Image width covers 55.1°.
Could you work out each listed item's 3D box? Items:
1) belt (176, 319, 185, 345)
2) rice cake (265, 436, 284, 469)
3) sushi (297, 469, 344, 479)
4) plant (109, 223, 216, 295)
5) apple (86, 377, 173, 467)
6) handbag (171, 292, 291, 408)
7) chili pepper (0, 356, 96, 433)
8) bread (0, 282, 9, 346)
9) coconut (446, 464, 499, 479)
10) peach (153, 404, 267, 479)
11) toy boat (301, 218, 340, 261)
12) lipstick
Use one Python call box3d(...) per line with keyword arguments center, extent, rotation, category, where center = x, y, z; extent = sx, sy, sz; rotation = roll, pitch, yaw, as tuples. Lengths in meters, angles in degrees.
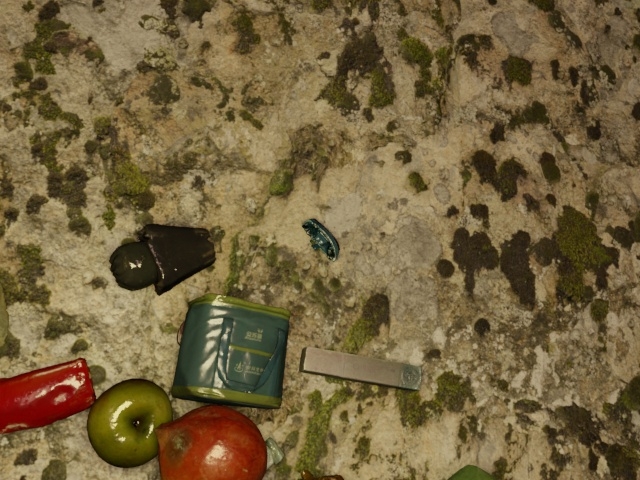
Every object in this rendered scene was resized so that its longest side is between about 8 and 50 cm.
box3d(center=(-0.328, 0.231, 1.550), extent=(0.059, 0.036, 0.083), rotation=(28, 70, -12), category="belt")
box3d(center=(-0.235, 0.593, 1.456), extent=(0.336, 0.063, 0.066), rotation=(-32, 80, -19), category="rice cake")
box3d(center=(0.018, 0.654, 1.438), extent=(0.200, 0.213, 0.203), rotation=(-27, 92, -55), category="sushi")
box3d(center=(-0.394, 0.043, 1.532), extent=(0.256, 0.142, 0.164), rotation=(-18, 81, -22), category="plant")
box3d(center=(-0.435, 0.415, 1.401), extent=(0.197, 0.157, 0.196), rotation=(7, 74, -27), category="apple")
box3d(center=(-0.206, 0.270, 1.464), extent=(0.263, 0.222, 0.240), rotation=(14, 71, -26), category="handbag")
box3d(center=(-0.684, 0.365, 1.370), extent=(0.339, 0.134, 0.131), rotation=(-12, 81, -18), category="chili pepper")
box3d(center=(-0.862, 0.150, 1.339), extent=(0.279, 0.225, 0.250), rotation=(-11, 76, -12), category="bread")
box3d(center=(0.380, 0.676, 1.515), extent=(0.205, 0.236, 0.235), rotation=(17, 70, -57), category="coconut")
box3d(center=(-0.250, 0.467, 1.352), extent=(0.257, 0.232, 0.232), rotation=(41, 69, -15), category="peach")
box3d(center=(0.000, 0.000, 1.684), extent=(0.137, 0.060, 0.061), rotation=(49, 50, -3), category="toy boat")
box3d(center=(0.106, 0.338, 1.610), extent=(0.318, 0.068, 0.066), rotation=(12, 73, -11), category="lipstick")
